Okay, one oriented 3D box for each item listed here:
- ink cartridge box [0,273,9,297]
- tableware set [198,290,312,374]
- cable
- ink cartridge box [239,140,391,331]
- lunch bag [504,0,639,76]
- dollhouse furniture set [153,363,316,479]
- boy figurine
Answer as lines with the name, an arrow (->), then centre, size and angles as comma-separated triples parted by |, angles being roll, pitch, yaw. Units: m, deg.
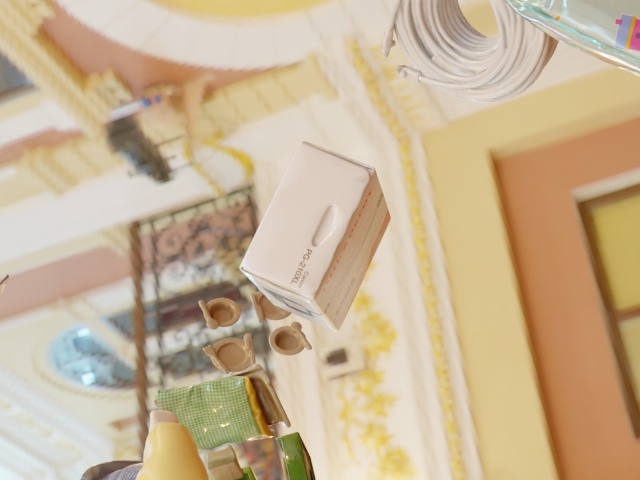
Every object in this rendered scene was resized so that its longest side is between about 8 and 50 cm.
ink cartridge box -> -0.478, 0.171, 1.769 | 0.045, 0.223, 0.224 | 26, -142, -3
tableware set -> -0.098, 0.128, 2.083 | 0.020, 0.168, 0.141 | 97, 154, -47
cable -> 0.214, -0.314, 1.942 | 0.089, 0.257, 0.257 | -34, -36, -41
ink cartridge box -> 0.000, 0.000, 1.705 | 0.172, 0.100, 0.237 | -65, -12, -8
lunch bag -> 0.325, -0.208, 1.362 | 0.279, 0.108, 0.224 | 30, -171, 19
dollhouse furniture set -> -0.132, 0.367, 2.337 | 0.151, 0.197, 0.301 | -103, -6, -45
boy figurine -> -0.097, 0.208, 0.994 | 0.285, 0.092, 0.177 | -10, 84, 63
